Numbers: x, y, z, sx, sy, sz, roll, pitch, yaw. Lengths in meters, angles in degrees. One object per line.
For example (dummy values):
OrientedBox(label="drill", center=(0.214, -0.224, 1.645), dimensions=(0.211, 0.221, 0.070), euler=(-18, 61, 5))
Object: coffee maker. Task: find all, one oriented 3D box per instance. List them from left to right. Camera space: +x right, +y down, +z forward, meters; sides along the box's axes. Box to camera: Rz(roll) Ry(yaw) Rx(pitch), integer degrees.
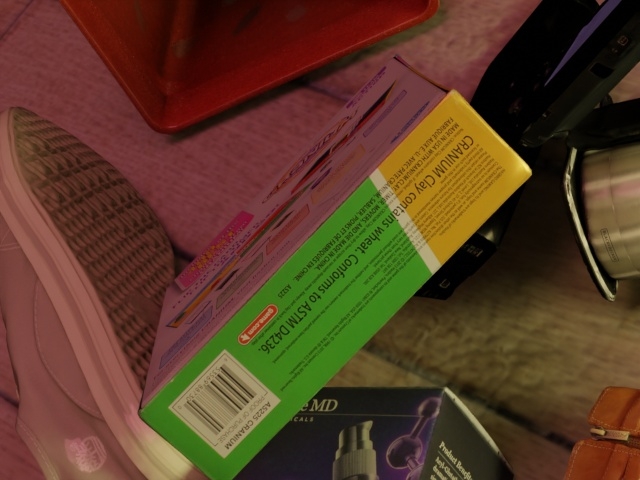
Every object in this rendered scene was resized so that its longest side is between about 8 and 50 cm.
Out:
OrientedBox(label="coffee maker", center=(0.252, -0.057, 1.019), dimensions=(0.178, 0.120, 0.171), euler=(-13, 50, 25))

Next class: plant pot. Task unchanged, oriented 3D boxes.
OrientedBox(label="plant pot", center=(-0.078, -0.296, 1.349), dimensions=(0.267, 0.267, 0.235), euler=(-22, 35, 19))

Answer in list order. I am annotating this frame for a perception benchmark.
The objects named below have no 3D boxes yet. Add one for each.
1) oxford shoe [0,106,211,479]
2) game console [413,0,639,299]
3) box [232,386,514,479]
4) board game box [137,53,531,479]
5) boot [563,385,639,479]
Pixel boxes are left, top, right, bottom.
OrientedBox(label="oxford shoe", center=(-0.178, 0.054, 1.207), dimensions=(0.130, 0.169, 0.449), euler=(-49, 43, 19))
OrientedBox(label="game console", center=(0.151, -0.107, 1.023), dimensions=(0.213, 0.044, 0.361), euler=(-64, 7, -29))
OrientedBox(label="box", center=(0.008, 0.199, 0.985), dimensions=(0.153, 0.108, 0.207), euler=(-5, 52, 32))
OrientedBox(label="board game box", center=(0.000, 0.000, 1.012), dimensions=(0.242, 0.064, 0.316), euler=(-46, 9, 6))
OrientedBox(label="boot", center=(0.197, 0.166, 0.919), dimensions=(0.152, 0.073, 0.197), euler=(7, 49, 36))
